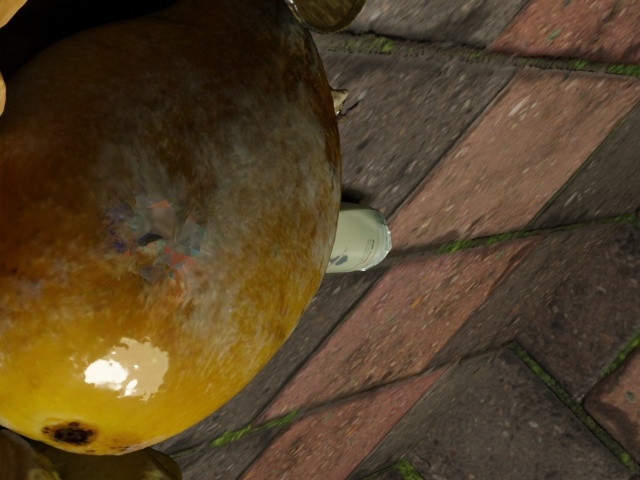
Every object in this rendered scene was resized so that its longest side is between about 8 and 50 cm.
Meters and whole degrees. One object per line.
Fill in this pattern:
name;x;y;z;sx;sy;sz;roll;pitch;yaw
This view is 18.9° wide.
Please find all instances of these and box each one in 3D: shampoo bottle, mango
shampoo bottle;0.000;0.000;1.525;0.072;0.049;0.212;-53;164;14
mango;-0.083;-0.024;0.977;0.146;0.193;0.316;-28;-159;40

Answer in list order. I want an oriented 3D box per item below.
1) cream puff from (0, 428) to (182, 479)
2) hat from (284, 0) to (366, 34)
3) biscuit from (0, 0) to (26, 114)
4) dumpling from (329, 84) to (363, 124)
cream puff;-0.183;0.285;1.371;0.378;0.275;0.378;-7;138;-6
hat;-0.025;-0.176;0.975;0.146;0.067;0.146;2;90;-65
biscuit;-0.261;-0.034;0.735;0.355;0.052;0.275;-31;163;-31
dumpling;-0.128;0.001;1.123;0.332;0.086;0.166;-34;176;-36
